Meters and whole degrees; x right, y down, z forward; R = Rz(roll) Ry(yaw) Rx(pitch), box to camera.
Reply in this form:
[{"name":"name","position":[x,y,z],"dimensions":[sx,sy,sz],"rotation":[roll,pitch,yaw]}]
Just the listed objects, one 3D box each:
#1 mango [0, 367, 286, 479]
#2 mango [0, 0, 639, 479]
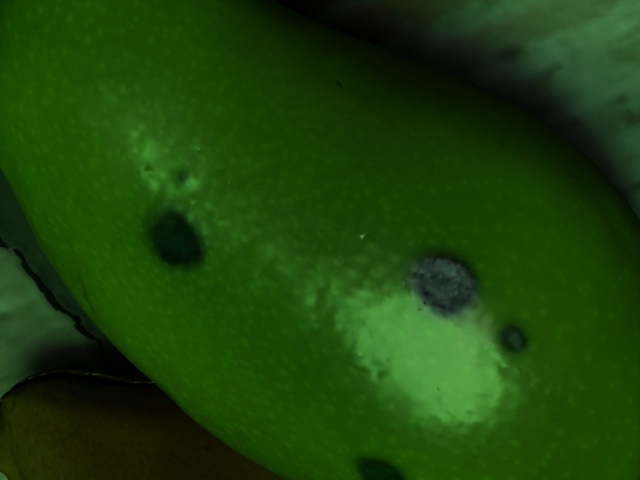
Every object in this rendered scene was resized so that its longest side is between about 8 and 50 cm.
[{"name":"mango","position":[-0.061,0.105,0.840],"dimensions":[0.159,0.084,0.105],"rotation":[15,110,23]},{"name":"mango","position":[0.000,0.000,0.714],"dimensions":[0.293,0.143,0.175],"rotation":[36,125,-5]}]
